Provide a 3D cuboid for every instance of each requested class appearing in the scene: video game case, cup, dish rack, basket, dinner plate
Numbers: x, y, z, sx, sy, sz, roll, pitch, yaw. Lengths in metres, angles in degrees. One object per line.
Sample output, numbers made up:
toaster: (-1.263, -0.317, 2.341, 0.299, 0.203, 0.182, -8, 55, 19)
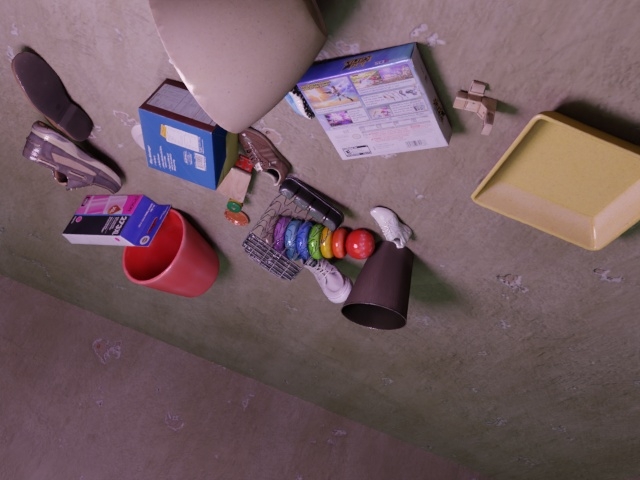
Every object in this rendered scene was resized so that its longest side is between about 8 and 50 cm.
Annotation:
video game case: (0.121, -0.293, 1.426, 0.269, 0.061, 0.244, -4, 142, 30)
cup: (-0.127, -0.402, 1.220, 0.236, 0.331, 0.331, -24, 134, 15)
dish rack: (-0.088, -0.022, 1.854, 0.208, 0.074, 0.271, 37, 118, -3)
basket: (0.183, 0.128, 1.918, 0.204, 0.227, 0.154, -2, 143, 33)
dinner plate: (-0.484, -0.282, 1.889, 0.141, 0.017, 0.141, 15, 150, 9)

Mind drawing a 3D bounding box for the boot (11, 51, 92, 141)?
boot: (-0.767, -0.394, 1.806, 0.115, 0.112, 0.305, 18, 154, 27)

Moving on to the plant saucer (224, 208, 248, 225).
plant saucer: (-0.268, -0.076, 2.087, 0.083, 0.013, 0.083, 16, 149, 10)

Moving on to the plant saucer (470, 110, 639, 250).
plant saucer: (0.543, -0.136, 1.408, 0.332, 0.081, 0.333, 23, 150, -1)

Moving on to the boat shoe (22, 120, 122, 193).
boat shoe: (-0.754, -0.224, 1.974, 0.132, 0.130, 0.355, 33, 175, 36)

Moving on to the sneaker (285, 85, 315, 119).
sneaker: (-0.068, -0.343, 1.478, 0.073, 0.063, 0.162, 14, 144, 44)

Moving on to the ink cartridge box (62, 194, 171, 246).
ink cartridge box: (-0.691, -0.069, 2.205, 0.370, 0.176, 0.069, 3, 145, 28)

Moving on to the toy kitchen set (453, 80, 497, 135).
toy kitchen set: (0.316, -0.273, 1.332, 0.083, 0.075, 0.068, 14, 149, 5)

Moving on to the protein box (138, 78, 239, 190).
protein box: (-0.328, -0.266, 1.650, 0.201, 0.136, 0.200, 20, 141, 11)

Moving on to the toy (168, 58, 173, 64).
toy: (-0.259, -0.410, 1.495, 0.136, 0.056, 0.237, 34, 148, -20)

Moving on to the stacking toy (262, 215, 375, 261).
stacking toy: (0.000, 0.000, 1.944, 0.330, 0.141, 0.141, 2, 146, 19)

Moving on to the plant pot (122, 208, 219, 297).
plant pot: (-0.492, 0.063, 2.235, 0.274, 0.275, 0.243, 0, 155, 33)

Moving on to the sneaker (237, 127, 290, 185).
sneaker: (-0.155, -0.220, 1.721, 0.188, 0.071, 0.066, 39, 146, -29)

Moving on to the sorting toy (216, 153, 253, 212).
sorting toy: (-0.261, -0.190, 1.858, 0.132, 0.046, 0.274, 23, 145, -3)

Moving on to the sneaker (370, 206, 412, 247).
sneaker: (0.194, -0.037, 1.812, 0.152, 0.061, 0.053, 38, 148, -24)

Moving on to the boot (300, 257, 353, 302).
boot: (0.006, 0.103, 2.035, 0.123, 0.095, 0.258, 41, 179, -25)
